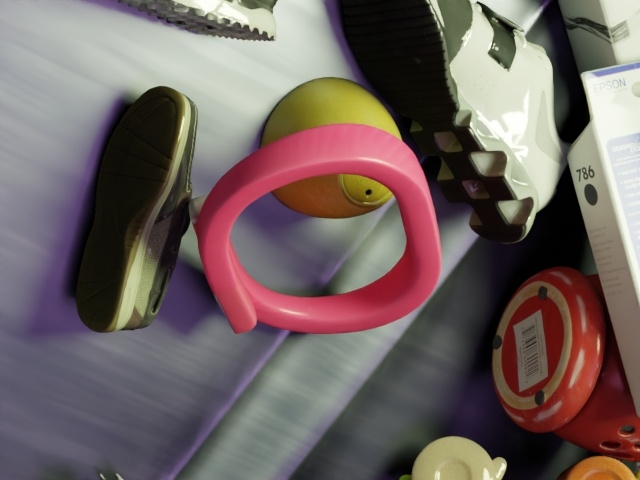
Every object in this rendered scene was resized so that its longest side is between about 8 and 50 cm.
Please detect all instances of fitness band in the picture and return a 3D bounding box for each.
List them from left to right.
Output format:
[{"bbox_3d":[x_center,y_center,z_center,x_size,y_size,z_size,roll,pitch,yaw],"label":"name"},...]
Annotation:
[{"bbox_3d":[0.000,0.000,1.417,0.209,0.054,0.291,-15,146,2],"label":"fitness band"}]

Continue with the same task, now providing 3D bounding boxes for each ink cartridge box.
[{"bbox_3d":[0.316,-0.255,1.552,0.160,0.092,0.219,-29,120,-15],"label":"ink cartridge box"},{"bbox_3d":[0.340,-0.010,1.526,0.165,0.065,0.332,-13,88,-25],"label":"ink cartridge box"}]

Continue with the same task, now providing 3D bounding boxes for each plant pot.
[{"bbox_3d":[0.025,-0.075,1.461,0.134,0.095,0.134,-10,112,-26],"label":"plant pot"},{"bbox_3d":[0.284,0.121,1.615,0.174,0.191,0.191,14,100,-28],"label":"plant pot"}]

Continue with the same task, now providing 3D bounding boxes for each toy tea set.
[{"bbox_3d":[0.184,0.308,1.632,0.336,0.124,0.200,6,71,7],"label":"toy tea set"}]

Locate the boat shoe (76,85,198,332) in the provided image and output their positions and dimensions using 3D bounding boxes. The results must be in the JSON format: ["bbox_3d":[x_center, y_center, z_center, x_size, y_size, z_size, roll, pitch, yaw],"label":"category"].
[{"bbox_3d":[-0.151,-0.025,1.403,0.073,0.080,0.223,8,102,-53],"label":"boat shoe"}]

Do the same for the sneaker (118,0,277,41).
[{"bbox_3d":[-0.129,-0.263,1.284,0.293,0.102,0.146,17,85,-57],"label":"sneaker"}]

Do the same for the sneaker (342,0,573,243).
[{"bbox_3d":[0.136,-0.168,1.490,0.146,0.122,0.330,-47,123,-27],"label":"sneaker"}]

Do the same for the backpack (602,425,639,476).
[{"bbox_3d":[0.406,0.301,1.741,0.225,0.191,0.253,19,91,-27],"label":"backpack"}]

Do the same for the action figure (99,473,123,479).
[{"bbox_3d":[-0.240,0.330,1.466,0.285,0.099,0.185,-26,109,-22],"label":"action figure"}]
